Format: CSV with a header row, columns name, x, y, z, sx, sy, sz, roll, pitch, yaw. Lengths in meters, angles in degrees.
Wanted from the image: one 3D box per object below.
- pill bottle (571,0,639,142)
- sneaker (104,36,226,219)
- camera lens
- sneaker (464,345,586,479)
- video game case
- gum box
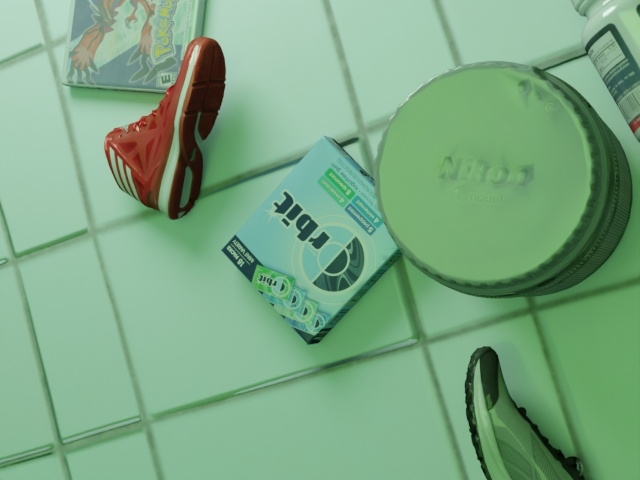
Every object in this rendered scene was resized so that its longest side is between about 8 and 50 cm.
name,x,y,z,sx,sy,sz,roll,pitch,yaw
pill bottle,0.331,-0.200,1.151,0.108,0.108,0.180,-30,78,17
sneaker,-0.197,-0.145,1.344,0.128,0.087,0.221,21,103,21
camera lens,0.185,-0.053,1.109,0.219,0.274,0.219,-1,88,20
sneaker,0.223,0.238,1.188,0.108,0.100,0.272,-21,84,4
video game case,-0.230,-0.286,1.405,0.183,0.023,0.201,7,90,20
gum box,0.000,0.000,1.299,0.184,0.041,0.157,-47,74,13
